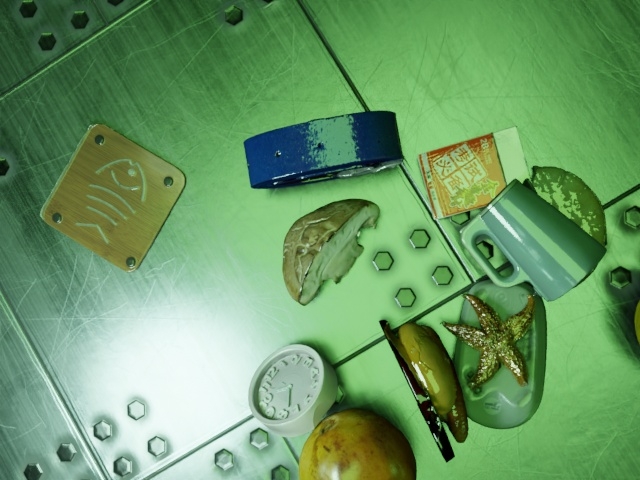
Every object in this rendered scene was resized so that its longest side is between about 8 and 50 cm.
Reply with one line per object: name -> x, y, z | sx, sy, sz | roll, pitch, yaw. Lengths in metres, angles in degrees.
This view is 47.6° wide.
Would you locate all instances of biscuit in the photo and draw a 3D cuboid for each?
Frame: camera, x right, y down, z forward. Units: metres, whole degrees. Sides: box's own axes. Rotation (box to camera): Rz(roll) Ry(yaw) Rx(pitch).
biscuit -> 0.565, -0.048, 1.621 | 0.141, 0.038, 0.289 | -22, 86, 6

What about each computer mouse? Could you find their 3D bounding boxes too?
computer mouse -> 0.399, 0.248, 1.605 | 0.197, 0.095, 0.330 | 7, 79, 17

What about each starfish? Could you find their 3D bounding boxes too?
starfish -> 0.376, 0.208, 1.555 | 0.227, 0.043, 0.240 | 40, 87, 21

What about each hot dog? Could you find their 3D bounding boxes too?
hot dog -> 0.244, 0.301, 1.579 | 0.107, 0.194, 0.326 | -24, 80, 0

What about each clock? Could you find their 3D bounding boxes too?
clock -> -0.063, 0.332, 1.613 | 0.197, 0.068, 0.197 | -20, 45, 21

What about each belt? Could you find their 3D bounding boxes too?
belt -> 0.006, -0.195, 1.609 | 0.347, 0.212, 0.117 | -11, 86, 10

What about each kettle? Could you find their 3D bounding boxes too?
kettle -> 0.438, 0.009, 1.542 | 0.243, 0.160, 0.210 | 44, 103, 6

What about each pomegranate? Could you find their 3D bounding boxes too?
pomegranate -> 0.080, 0.497, 1.555 | 0.264, 0.264, 0.264 | 0, 88, 7

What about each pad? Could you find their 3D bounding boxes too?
pad -> -0.505, -0.107, 1.767 | 0.287, 0.018, 0.284 | 30, 91, 6

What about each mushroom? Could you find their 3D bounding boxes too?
mushroom -> 0.000, 0.000, 1.657 | 0.151, 0.156, 0.285 | 40, 92, 35

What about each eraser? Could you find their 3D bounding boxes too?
eraser -> 0.349, -0.151, 1.636 | 0.230, 0.038, 0.157 | -15, 85, 16

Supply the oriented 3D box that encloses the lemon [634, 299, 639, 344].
lemon -> 0.801, 0.189, 1.477 | 0.285, 0.285, 0.316 | -23, 113, 6
